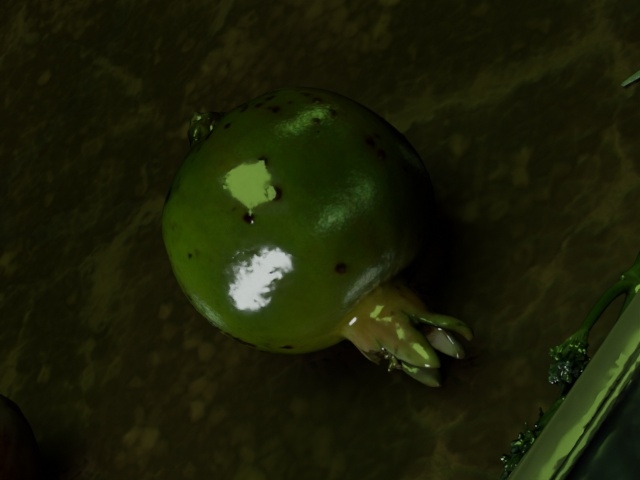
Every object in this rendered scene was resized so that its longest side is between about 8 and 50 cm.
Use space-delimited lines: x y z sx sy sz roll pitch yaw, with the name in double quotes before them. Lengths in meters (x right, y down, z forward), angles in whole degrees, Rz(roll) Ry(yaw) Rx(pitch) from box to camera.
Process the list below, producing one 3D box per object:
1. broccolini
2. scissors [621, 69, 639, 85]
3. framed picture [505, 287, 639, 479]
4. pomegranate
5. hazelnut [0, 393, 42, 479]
"broccolini" 0.195 -0.001 0.967 0.078 0.074 0.392 5 68 35
"scissors" 0.245 -0.131 1.064 0.083 0.006 0.036 -32 44 22
"framed picture" 0.238 0.250 0.742 0.446 0.028 0.326 34 90 40
"pomegranate" 0.001 -0.003 1.056 0.198 0.198 0.246 -54 46 -2
"hazelnut" -0.311 0.192 1.201 0.208 0.208 0.208 -22 50 29
